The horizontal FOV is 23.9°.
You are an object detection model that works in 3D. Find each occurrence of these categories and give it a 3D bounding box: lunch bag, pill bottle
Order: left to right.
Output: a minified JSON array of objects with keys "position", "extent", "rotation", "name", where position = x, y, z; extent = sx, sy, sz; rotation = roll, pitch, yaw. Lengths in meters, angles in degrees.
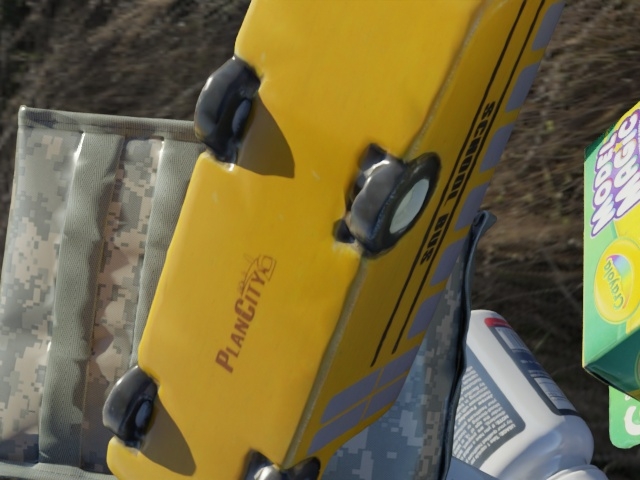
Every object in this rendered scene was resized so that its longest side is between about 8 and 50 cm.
[{"position":[-0.046,0.051,0.938],"extent":[0.287,0.169,0.235],"rotation":[7,88,14],"name":"lunch bag"},{"position":[0.142,0.150,1.146],"extent":[0.108,0.108,0.180],"rotation":[-48,52,18],"name":"pill bottle"}]

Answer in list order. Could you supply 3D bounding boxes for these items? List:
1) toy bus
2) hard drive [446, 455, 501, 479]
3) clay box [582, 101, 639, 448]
[{"position":[0.000,0.000,0.742],"extent":[0.108,0.130,0.333],"rotation":[33,122,21],"name":"toy bus"},{"position":[0.097,0.303,0.932],"extent":[0.203,0.307,0.040],"rotation":[27,148,0],"name":"hard drive"},{"position":[0.164,-0.029,0.540],"extent":[0.053,0.127,0.222],"rotation":[32,129,-18],"name":"clay box"}]
